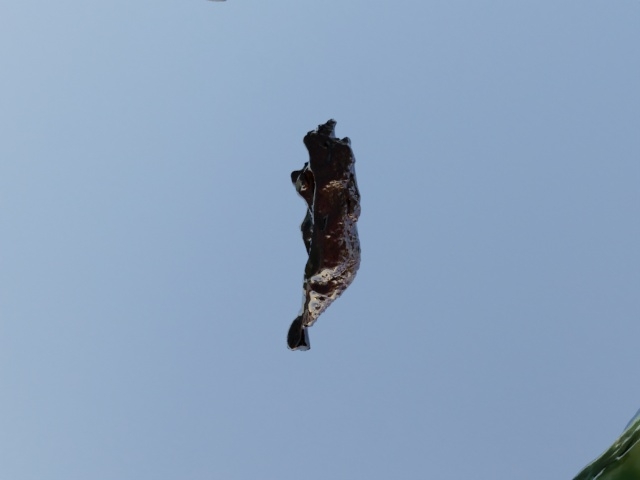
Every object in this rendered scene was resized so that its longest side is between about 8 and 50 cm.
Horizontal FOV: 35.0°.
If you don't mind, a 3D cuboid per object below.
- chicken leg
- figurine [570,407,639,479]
[{"bbox_3d":[0.004,-0.001,0.925,0.089,0.048,0.219,12,-77,55],"label":"chicken leg"},{"bbox_3d":[0.284,0.262,0.776,0.340,0.324,0.231,-44,-139,-23],"label":"figurine"}]
